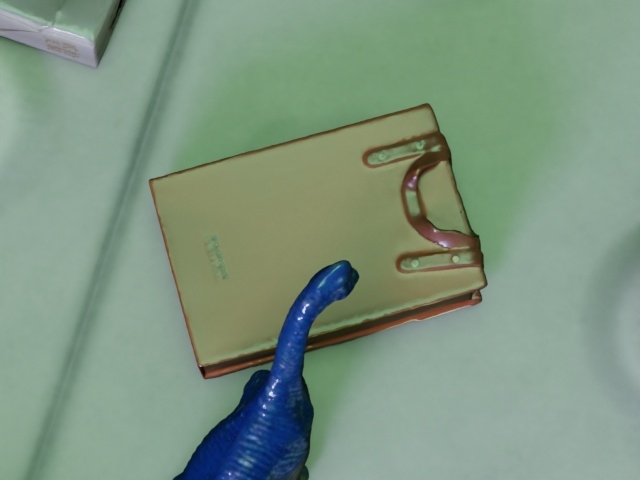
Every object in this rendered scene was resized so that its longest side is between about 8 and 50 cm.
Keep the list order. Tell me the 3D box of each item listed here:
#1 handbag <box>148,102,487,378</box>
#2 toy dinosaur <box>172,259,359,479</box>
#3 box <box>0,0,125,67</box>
[{"bbox_3d":[0.000,0.000,1.210,0.190,0.063,0.127,-14,75,-4],"label":"handbag"},{"bbox_3d":[-0.058,0.128,1.106,0.075,0.188,0.248,41,78,16],"label":"toy dinosaur"},{"bbox_3d":[-0.280,-0.268,1.275,0.365,0.051,0.205,19,74,3],"label":"box"}]
